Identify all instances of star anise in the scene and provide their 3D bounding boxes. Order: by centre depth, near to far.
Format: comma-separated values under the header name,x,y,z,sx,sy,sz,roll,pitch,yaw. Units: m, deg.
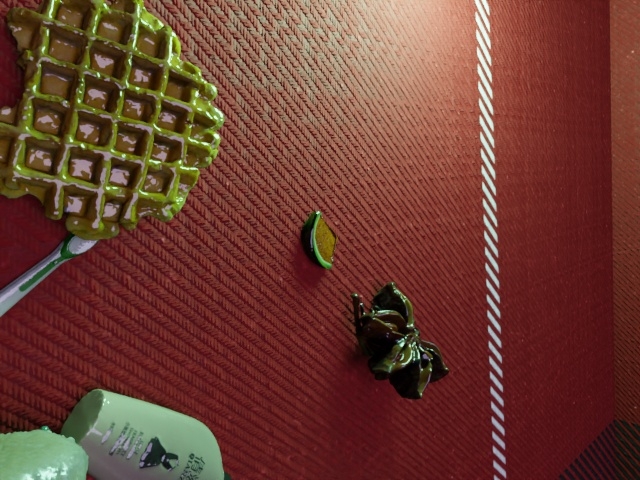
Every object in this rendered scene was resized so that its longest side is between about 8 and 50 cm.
name,x,y,z,sx,sy,sz,roll,pitch,yaw
star anise,0.148,0.197,0.961,0.190,0.126,0.220,-6,68,-41

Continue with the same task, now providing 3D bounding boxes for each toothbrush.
name,x,y,z,sx,sy,sz,roll,pitch,yaw
toothbrush,-0.301,0.005,0.609,0.304,0.030,0.030,-48,121,-30

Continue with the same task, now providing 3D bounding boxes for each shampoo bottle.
name,x,y,z,sx,sy,sz,roll,pitch,yaw
shampoo bottle,-0.216,0.292,0.663,0.257,0.078,0.127,47,52,-36

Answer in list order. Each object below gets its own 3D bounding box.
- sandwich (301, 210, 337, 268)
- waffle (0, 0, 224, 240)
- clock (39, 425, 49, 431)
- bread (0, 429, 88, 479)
name,x,y,z,sx,sy,sz,roll,pitch,yaw
sandwich,0.000,0.005,0.881,0.101,0.026,0.069,53,55,-33
waffle,-0.260,-0.157,0.602,0.281,0.058,0.301,39,66,-27
clock,-0.378,0.298,0.528,0.211,0.066,0.159,-34,114,-36
bread,-0.352,0.251,0.389,0.337,0.183,0.102,1,99,-41
